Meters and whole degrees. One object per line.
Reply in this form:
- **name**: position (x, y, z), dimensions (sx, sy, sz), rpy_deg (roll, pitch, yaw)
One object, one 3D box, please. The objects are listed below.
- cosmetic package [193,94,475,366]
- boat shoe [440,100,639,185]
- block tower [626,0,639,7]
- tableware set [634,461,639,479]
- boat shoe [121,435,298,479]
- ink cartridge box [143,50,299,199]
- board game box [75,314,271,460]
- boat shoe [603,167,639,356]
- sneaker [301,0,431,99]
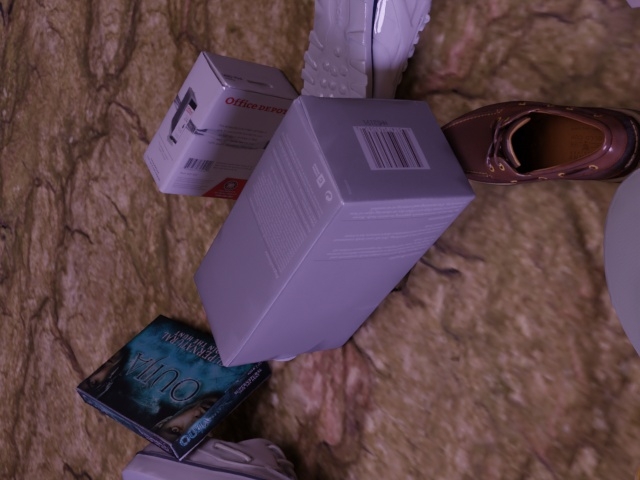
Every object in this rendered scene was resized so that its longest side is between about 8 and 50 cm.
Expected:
- **cosmetic package**: position (0.000, 0.000, 0.715), dimensions (0.238, 0.127, 0.107), rpy_deg (-49, 54, 45)
- **boat shoe**: position (0.146, -0.072, 0.637), dimensions (0.178, 0.060, 0.064), rpy_deg (6, 93, 47)
- **block tower**: position (0.188, -0.142, 0.393), dimensions (0.091, 0.335, 0.097), rpy_deg (5, 67, 47)
- **tableware set**: position (0.226, 0.168, 0.529), dimensions (0.104, 0.024, 0.154), rpy_deg (33, 88, 44)
- **boat shoe**: position (-0.067, 0.230, 0.832), dimensions (0.268, 0.088, 0.096), rpy_deg (0, 127, 39)
- **ink cartridge box**: position (-0.096, -0.109, 0.868), dimensions (0.135, 0.099, 0.056), rpy_deg (-53, 52, 30)
- **board game box**: position (-0.154, 0.144, 0.911), dimensions (0.186, 0.126, 0.026), rpy_deg (13, 136, 46)
- **boat shoe**: position (0.238, 0.059, 0.520), dimensions (0.079, 0.081, 0.227), rpy_deg (-44, 47, 41)
- **sneaker**: position (0.046, -0.165, 0.737), dimensions (0.090, 0.095, 0.235), rpy_deg (40, 136, 35)
